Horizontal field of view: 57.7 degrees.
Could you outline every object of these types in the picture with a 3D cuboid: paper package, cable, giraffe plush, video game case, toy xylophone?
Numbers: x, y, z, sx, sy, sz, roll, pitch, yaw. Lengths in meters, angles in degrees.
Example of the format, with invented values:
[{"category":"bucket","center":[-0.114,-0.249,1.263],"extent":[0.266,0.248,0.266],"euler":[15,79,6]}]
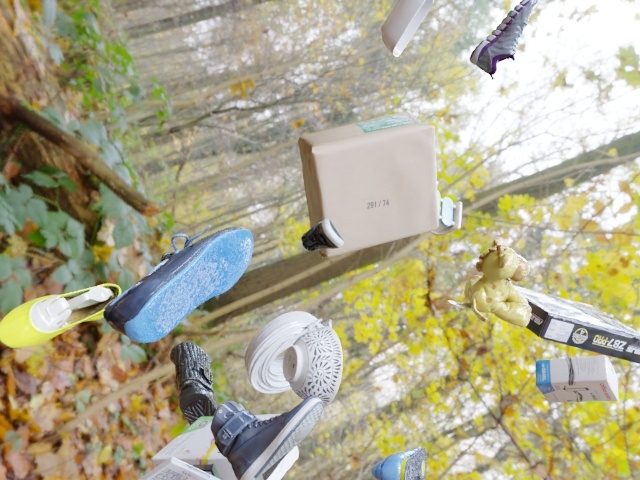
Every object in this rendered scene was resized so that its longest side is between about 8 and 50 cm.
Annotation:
[{"category":"paper package","center":[0.124,-0.149,1.514],"extent":[0.168,0.325,0.309],"euler":[-121,-160,-59]},{"category":"cable","center":[-0.095,0.320,1.653],"extent":[0.089,0.257,0.257],"euler":[51,-30,43]},{"category":"giraffe plush","center":[0.426,0.088,1.392],"extent":[0.181,0.210,0.170],"euler":[47,-55,56]},{"category":"video game case","center":[-0.315,0.527,1.234],"extent":[0.143,0.157,0.019],"euler":[42,20,-32]},{"category":"toy xylophone","center":[0.305,-0.148,1.870],"extent":[0.081,0.323,0.236],"euler":[-46,-146,51]}]

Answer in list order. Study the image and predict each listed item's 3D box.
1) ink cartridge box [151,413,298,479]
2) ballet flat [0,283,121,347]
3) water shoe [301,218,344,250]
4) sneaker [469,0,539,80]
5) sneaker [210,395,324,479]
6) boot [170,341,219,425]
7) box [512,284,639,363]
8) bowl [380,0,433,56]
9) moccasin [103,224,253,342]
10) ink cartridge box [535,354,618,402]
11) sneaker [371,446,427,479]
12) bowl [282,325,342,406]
[{"category":"ink cartridge box","center":[-0.223,0.516,1.392],"extent":[0.201,0.278,0.117],"euler":[-30,106,-61]},{"category":"ballet flat","center":[-0.450,0.121,1.029],"extent":[0.077,0.231,0.077],"euler":[-33,-97,30]},{"category":"water shoe","center":[0.000,0.000,1.333],"extent":[0.073,0.080,0.203],"euler":[57,-4,-2]},{"category":"sneaker","center":[0.498,-0.527,1.513],"extent":[0.098,0.223,0.083],"euler":[45,17,4]},{"category":"sneaker","center":[-0.113,0.346,1.125],"extent":[0.163,0.226,0.086],"euler":[45,5,31]},{"category":"boot","center":[-0.413,0.542,2.016],"extent":[0.260,0.131,0.348],"euler":[-124,-160,-53]},{"category":"box","center":[0.821,0.264,1.921],"extent":[0.318,0.395,0.097],"euler":[-122,-132,-71]},{"category":"bowl","center":[0.179,-0.468,1.236],"extent":[0.053,0.142,0.142],"euler":[37,19,5]},{"category":"moccasin","center":[-0.259,0.055,1.087],"extent":[0.117,0.342,0.137],"euler":[11,-63,28]},{"category":"ink cartridge box","center":[0.771,0.420,1.748],"extent":[0.148,0.203,0.086],"euler":[47,44,-38]},{"category":"sneaker","center":[0.171,0.474,1.226],"extent":[0.209,0.082,0.069],"euler":[26,62,-61]},{"category":"bowl","center":[-0.029,0.261,1.217],"extent":[0.170,0.080,0.170],"euler":[-33,-129,54]}]
